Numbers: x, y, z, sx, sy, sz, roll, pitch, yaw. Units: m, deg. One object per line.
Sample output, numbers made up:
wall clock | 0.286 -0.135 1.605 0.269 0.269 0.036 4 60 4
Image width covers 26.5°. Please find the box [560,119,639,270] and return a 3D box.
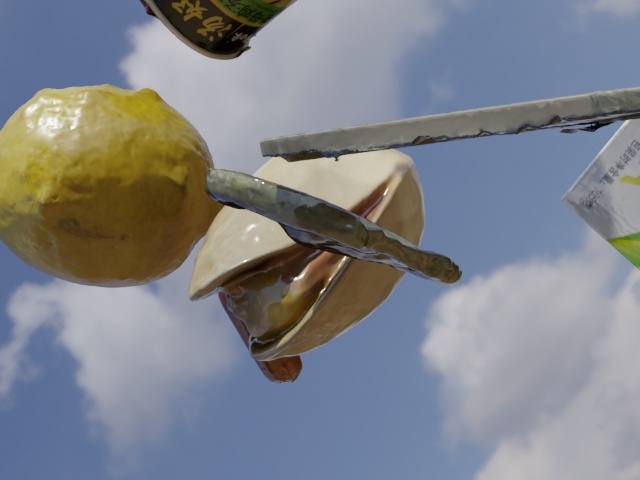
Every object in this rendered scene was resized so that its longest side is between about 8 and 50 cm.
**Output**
box | 0.396 -0.074 1.318 0.260 0.194 0.111 -52 -20 15

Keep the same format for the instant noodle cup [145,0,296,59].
instant noodle cup | -0.061 -0.226 1.009 0.122 0.151 0.151 -27 -7 32

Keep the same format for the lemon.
lemon | -0.247 -0.060 1.544 0.233 0.288 0.234 -171 90 -86

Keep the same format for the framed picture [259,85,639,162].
framed picture | 0.130 -0.063 0.683 0.209 0.281 0.019 -10 -86 -40

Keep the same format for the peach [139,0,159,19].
peach | -0.131 -0.378 1.644 0.338 0.281 0.281 -55 -21 -26

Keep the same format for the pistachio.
pistachio | 0.000 0.000 1.368 0.299 0.187 0.187 -48 -21 -47

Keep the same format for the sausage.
sausage | -0.088 0.133 2.056 0.076 0.076 0.198 -39 -69 -33

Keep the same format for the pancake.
pancake | 0.011 -0.009 1.159 0.236 0.222 0.042 18 -89 -55
